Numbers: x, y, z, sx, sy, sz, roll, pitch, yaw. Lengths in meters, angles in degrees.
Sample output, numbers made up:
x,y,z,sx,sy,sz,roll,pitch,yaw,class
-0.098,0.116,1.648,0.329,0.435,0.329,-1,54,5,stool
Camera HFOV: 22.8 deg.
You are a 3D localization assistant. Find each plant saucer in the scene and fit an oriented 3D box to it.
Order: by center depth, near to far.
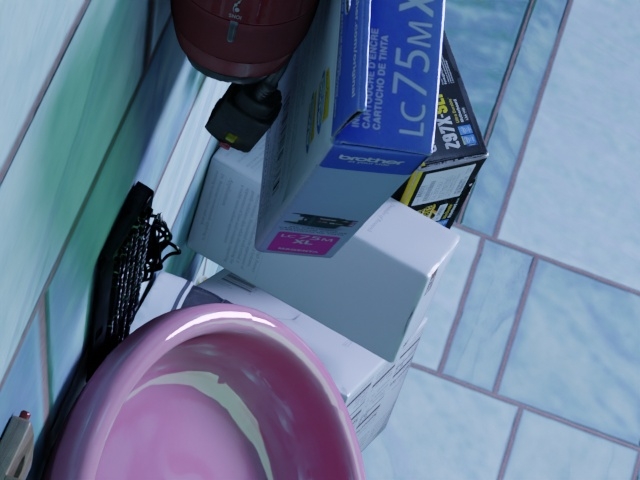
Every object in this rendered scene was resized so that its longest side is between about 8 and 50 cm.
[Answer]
x,y,z,sx,sy,sz,roll,pitch,yaw,class
-0.088,0.212,1.126,0.332,0.084,0.332,12,75,-52,plant saucer

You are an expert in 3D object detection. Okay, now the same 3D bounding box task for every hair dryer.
x,y,z,sx,sy,sz,roll,pitch,yaw,class
-0.038,-0.189,0.867,0.293,0.080,0.223,128,-32,-73,hair dryer

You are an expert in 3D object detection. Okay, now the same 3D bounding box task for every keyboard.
x,y,z,sx,sy,sz,roll,pitch,yaw,class
-0.121,0.028,1.062,0.192,0.038,0.100,112,-1,-60,keyboard

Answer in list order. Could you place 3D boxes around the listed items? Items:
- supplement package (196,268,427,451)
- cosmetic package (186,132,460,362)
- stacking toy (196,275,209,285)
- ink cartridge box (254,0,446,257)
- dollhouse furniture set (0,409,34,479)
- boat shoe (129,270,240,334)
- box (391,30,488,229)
x,y,z,sx,sy,sz,roll,pitch,yaw,class
-0.040,0.133,1.614,0.262,0.204,0.145,-33,145,-66,supplement package
0.000,0.000,1.466,0.085,0.231,0.117,-49,165,-48,cosmetic package
-0.087,-0.037,1.802,0.167,0.052,0.221,113,-3,-52,stacking toy
0.019,-0.110,0.894,0.311,0.065,0.185,124,-28,-75,ink cartridge box
-0.139,0.206,0.901,0.183,0.129,0.129,108,2,-58,dollhouse furniture set
-0.130,0.152,1.250,0.301,0.102,0.108,-69,180,-48,boat shoe
0.057,-0.154,1.577,0.257,0.079,0.322,107,-31,-64,box
